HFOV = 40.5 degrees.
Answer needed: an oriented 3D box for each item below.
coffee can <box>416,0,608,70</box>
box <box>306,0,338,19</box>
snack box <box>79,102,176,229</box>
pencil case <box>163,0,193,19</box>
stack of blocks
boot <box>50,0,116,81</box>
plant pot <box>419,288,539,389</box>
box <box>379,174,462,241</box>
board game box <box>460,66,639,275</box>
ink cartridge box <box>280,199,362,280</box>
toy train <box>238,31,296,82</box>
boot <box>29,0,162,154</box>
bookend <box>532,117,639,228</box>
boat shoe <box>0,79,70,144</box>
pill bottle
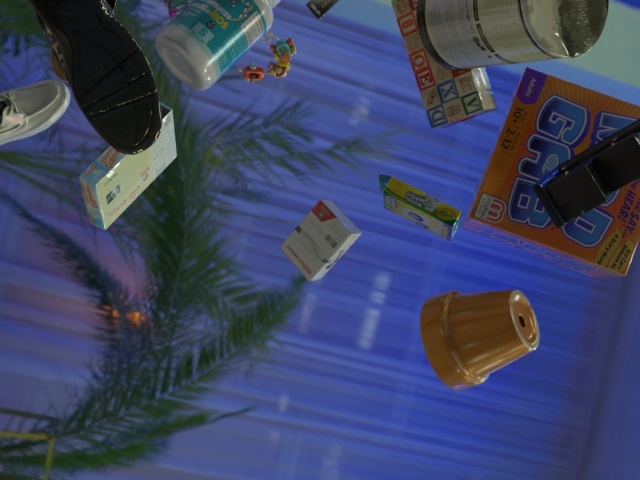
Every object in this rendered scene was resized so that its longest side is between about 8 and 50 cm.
[{"bbox_3d":[0.332,-0.410,1.532,0.275,0.201,0.202,10,-95,57],"label":"coffee can"},{"bbox_3d":[0.074,-0.708,2.348,0.183,0.056,0.231,-35,-166,36],"label":"box"},{"bbox_3d":[-0.499,-0.198,2.288,0.322,0.060,0.187,-53,162,-34],"label":"snack box"},{"bbox_3d":[-0.344,-0.574,1.986,0.152,0.070,0.064,59,-42,18],"label":"pencil case"},{"bbox_3d":[0.285,-0.409,1.873,0.171,0.087,0.297,-18,-92,33],"label":"stack of blocks"},{"bbox_3d":[-0.566,-0.507,2.078,0.305,0.112,0.115,-61,-142,24],"label":"boot"},{"bbox_3d":[0.338,0.188,1.794,0.187,0.205,0.205,-22,-133,33],"label":"plant pot"},{"bbox_3d":[0.190,-0.067,1.727,0.043,0.179,0.105,-58,166,-11],"label":"box"},{"bbox_3d":[0.563,-0.142,2.025,0.356,0.356,0.356,27,84,-83],"label":"board game box"},{"bbox_3d":[0.000,0.000,1.746,0.135,0.099,0.056,-48,162,20],"label":"ink cartridge box"},{"bbox_3d":[-0.128,-0.445,2.178,0.166,0.125,0.046,127,-41,-49],"label":"toy train"},{"bbox_3d":[-0.403,-0.338,1.541,0.138,0.377,0.284,-32,-165,-5],"label":"boot"},{"bbox_3d":[0.406,-0.100,1.256,0.156,0.072,0.157,-32,179,31],"label":"bookend"},{"bbox_3d":[-0.632,-0.254,1.730,0.088,0.267,0.096,94,-28,-76],"label":"boat shoe"},{"bbox_3d":[-0.196,-0.437,1.750,0.264,0.146,0.146,-48,-174,-19],"label":"pill bottle"}]
